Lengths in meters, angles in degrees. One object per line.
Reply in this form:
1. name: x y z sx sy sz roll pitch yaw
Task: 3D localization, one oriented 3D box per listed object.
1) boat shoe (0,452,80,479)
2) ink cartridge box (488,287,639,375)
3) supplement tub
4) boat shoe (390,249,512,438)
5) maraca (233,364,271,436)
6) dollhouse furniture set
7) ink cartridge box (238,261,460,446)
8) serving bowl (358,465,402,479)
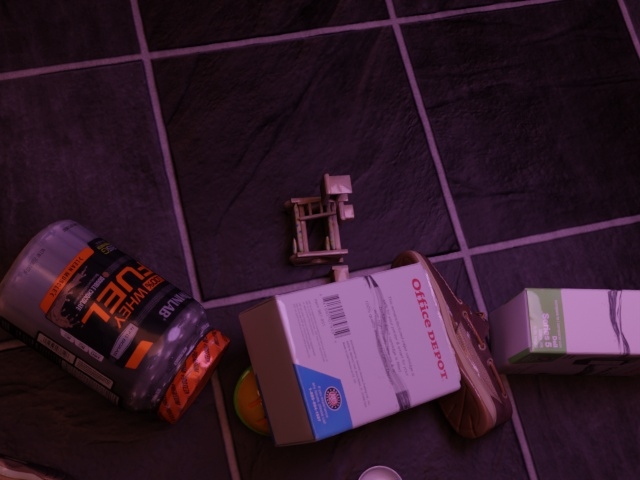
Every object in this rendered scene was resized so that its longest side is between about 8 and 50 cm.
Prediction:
1. boat shoe: -0.466 0.385 1.417 0.190 0.068 0.072 15 82 7
2. ink cartridge box: 0.452 0.161 1.558 0.273 0.198 0.114 2 71 -8
3. supplement tub: -0.326 0.134 1.442 0.338 0.207 0.207 33 70 2
4. boat shoe: 0.233 0.170 1.579 0.123 0.123 0.342 -10 66 -39
5. maraca: -0.057 0.266 1.500 0.186 0.099 0.127 21 88 -23
6. dollhouse furniture set: 0.000 0.000 1.562 0.101 0.161 0.181 -4 71 -10
7. ink cartridge box: 0.051 0.179 1.460 0.308 0.129 0.223 -11 80 -36
8. serving bowl: 0.097 0.419 1.506 0.083 0.027 0.083 3 71 -9
